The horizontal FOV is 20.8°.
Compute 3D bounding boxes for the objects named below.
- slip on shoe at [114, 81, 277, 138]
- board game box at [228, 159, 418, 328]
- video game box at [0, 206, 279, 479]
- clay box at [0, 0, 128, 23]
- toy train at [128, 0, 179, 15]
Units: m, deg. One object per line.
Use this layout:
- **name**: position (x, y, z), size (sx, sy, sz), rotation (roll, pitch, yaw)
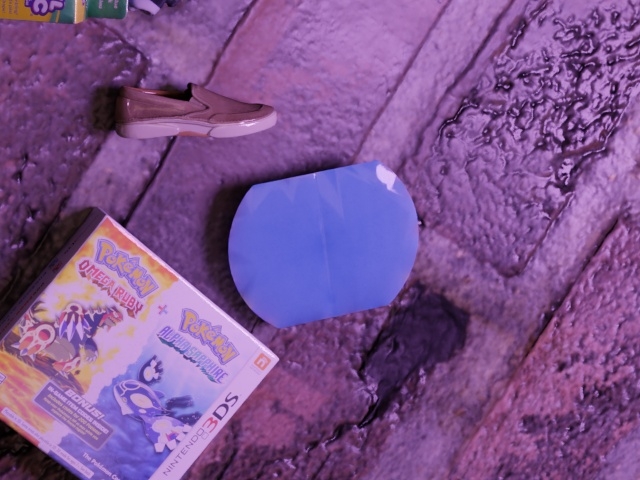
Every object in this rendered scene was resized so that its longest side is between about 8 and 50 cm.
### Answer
- **slip on shoe**: position (-0.102, -0.109, 1.432), size (0.135, 0.051, 0.041), rotation (-2, 105, -11)
- **board game box**: position (0.000, 0.000, 1.502), size (0.169, 0.033, 0.133), rotation (-12, 111, -12)
- **video game box**: position (-0.168, 0.106, 1.457), size (0.205, 0.048, 0.187), rotation (41, 84, -23)
- **clay box**: position (-0.254, -0.232, 1.304), size (0.222, 0.053, 0.127), rotation (4, 101, 4)
- **toy train**: position (-0.125, -0.261, 1.374), size (0.105, 0.080, 0.184), rotation (33, 90, -29)
